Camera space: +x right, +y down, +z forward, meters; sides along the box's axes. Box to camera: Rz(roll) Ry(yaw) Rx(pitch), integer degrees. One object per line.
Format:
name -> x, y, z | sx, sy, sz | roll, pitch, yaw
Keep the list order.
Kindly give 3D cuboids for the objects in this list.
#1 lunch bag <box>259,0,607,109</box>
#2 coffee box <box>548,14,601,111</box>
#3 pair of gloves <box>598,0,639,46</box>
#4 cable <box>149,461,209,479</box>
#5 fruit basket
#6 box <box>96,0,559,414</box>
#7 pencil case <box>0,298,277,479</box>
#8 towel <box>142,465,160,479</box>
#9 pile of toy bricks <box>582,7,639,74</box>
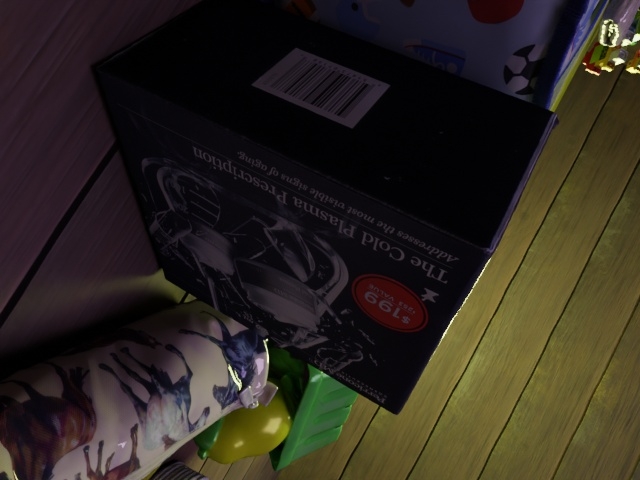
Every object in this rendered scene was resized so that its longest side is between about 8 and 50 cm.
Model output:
lunch bag -> 0.156, -0.339, 0.504 | 0.385, 0.327, 0.239 | -55, 158, -29
coffee box -> 0.342, -0.442, 0.882 | 0.338, 0.334, 0.338 | -52, 161, -28
pair of gloves -> 0.252, -0.265, 0.321 | 0.240, 0.042, 0.204 | 8, 103, -64
cable -> -0.331, 0.571, 0.956 | 0.257, 0.089, 0.257 | -66, 164, 11
fruit basket -> -0.109, 0.335, 1.072 | 0.392, 0.283, 0.392 | -11, 131, -13
box -> -0.004, -0.026, 0.507 | 0.179, 0.343, 0.313 | -52, 161, -33
pencil case -> -0.208, 0.186, 0.532 | 0.410, 0.183, 0.160 | -21, 137, -65
towel -> -0.298, 0.355, 0.818 | 0.102, 0.021, 0.237 | -42, 155, -46
pile of toy bricks -> 0.515, -0.359, 0.798 | 0.105, 0.118, 0.212 | -163, -86, -76
